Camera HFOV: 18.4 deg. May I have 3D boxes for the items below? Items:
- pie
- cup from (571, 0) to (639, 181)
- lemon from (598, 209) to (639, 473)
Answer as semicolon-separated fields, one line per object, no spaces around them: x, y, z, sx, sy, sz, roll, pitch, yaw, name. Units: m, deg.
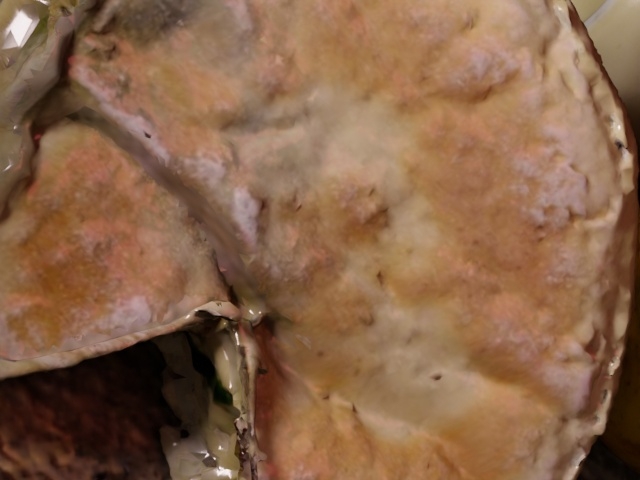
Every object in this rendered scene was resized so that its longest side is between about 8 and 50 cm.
0.000;0.000;0.815;0.338;0.075;0.337;-1;92;-22;pie
0.227;-0.138;1.022;0.202;0.255;0.173;28;21;-30;cup
0.214;0.053;0.966;0.207;0.170;0.170;8;63;-31;lemon
